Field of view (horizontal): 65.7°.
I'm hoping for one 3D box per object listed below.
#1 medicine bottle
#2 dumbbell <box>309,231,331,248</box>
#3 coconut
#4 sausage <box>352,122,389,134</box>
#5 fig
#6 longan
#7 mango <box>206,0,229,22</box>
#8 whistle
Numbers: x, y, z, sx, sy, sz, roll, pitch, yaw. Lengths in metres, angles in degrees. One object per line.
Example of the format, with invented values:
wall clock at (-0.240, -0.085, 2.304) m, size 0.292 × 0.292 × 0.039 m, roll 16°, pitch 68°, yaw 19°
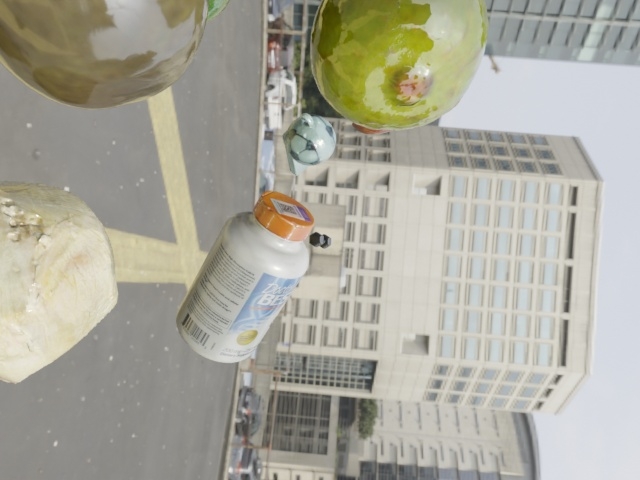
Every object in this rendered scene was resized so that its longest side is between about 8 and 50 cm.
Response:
medicine bottle at (-0.121, 0.059, 0.842) m, size 0.288 × 0.157 × 0.157 m, roll -57°, pitch -169°, yaw 24°
dumbbell at (0.000, 0.000, 1.294) m, size 0.036 × 0.040 × 0.083 m, roll -59°, pitch 160°, yaw 7°
coconut at (-0.613, 0.052, 0.980) m, size 0.404 × 0.405 × 0.404 m, roll 5°, pitch 90°, yaw -88°
sausage at (0.215, -0.321, 1.199) m, size 0.083 × 0.300 × 0.089 m, roll 69°, pitch -17°, yaw -7°
fig at (0.118, -0.327, 0.755) m, size 0.258 × 0.258 × 0.326 m, roll 93°, pitch 5°, yaw -53°
longan at (-0.327, -0.364, 0.726) m, size 0.361 × 0.361 × 0.360 m, roll 5°, pitch 90°, yaw -88°
mango at (-0.397, -0.698, 1.380) m, size 0.225 × 0.382 × 0.201 m, roll 51°, pitch 17°, yaw -30°
whistle at (-0.027, -0.281, 1.494) m, size 0.289 × 0.164 × 0.163 m, roll 78°, pitch 15°, yaw -62°
